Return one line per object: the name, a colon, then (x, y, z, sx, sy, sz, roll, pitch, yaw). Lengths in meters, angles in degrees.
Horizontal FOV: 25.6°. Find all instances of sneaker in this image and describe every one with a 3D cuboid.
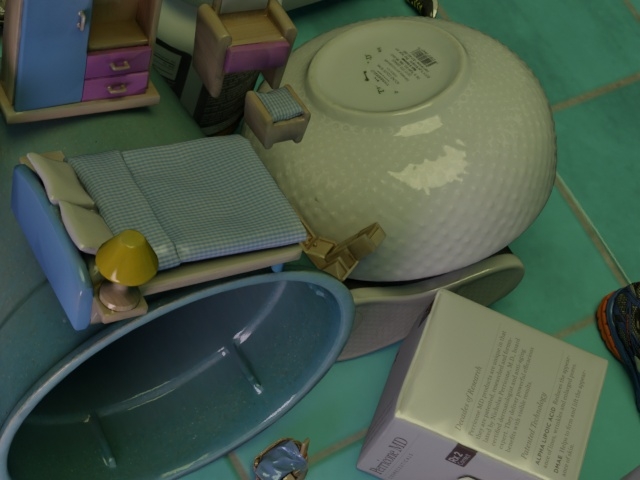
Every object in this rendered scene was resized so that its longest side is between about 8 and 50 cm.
sneaker: (0.051, 0.025, 1.468, 0.295, 0.105, 0.147, -16, 56, -19)
sneaker: (0.119, -0.288, 1.693, 0.035, 0.031, 0.083, -1, 54, -9)
sneaker: (0.372, 0.138, 1.493, 0.083, 0.087, 0.221, -23, 70, -24)

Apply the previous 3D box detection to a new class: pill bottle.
pill bottle: (-0.127, -0.224, 1.442, 0.162, 0.278, 0.162, 7, 61, -13)

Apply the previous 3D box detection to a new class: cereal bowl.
cereal bowl: (0.073, -0.124, 1.447, 0.338, 0.141, 0.339, -6, 43, 6)

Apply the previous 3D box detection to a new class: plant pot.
plant pot: (-0.198, 0.012, 1.286, 0.341, 0.341, 0.334, -20, 61, -24)

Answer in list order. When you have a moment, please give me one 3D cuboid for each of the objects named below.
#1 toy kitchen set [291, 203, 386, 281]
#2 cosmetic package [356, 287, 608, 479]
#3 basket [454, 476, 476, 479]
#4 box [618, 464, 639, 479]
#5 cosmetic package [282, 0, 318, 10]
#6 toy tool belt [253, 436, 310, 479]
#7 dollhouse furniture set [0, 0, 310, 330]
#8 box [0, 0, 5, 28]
toy kitchen set: (0.000, 0.000, 1.316, 0.075, 0.083, 0.068, 53, 36, -10)
cosmetic package: (0.156, 0.170, 1.379, 0.183, 0.151, 0.151, 23, 59, -1)
basket: (0.136, 0.326, 1.317, 0.113, 0.103, 0.167, 27, 59, 0)
box: (0.314, 0.316, 1.325, 0.119, 0.182, 0.181, 30, 59, 1)
cosmetic package: (0.004, -0.335, 1.638, 0.239, 0.060, 0.099, -22, 63, -32)
toy tool belt: (-0.043, 0.224, 1.353, 0.052, 0.051, 0.083, 43, 60, 10)
dollhouse furniture set: (-0.090, -0.111, 1.084, 0.286, 0.198, 0.303, -11, 50, -27)
box: (-0.298, -0.326, 1.544, 0.184, 0.045, 0.191, -1, 90, -13)
